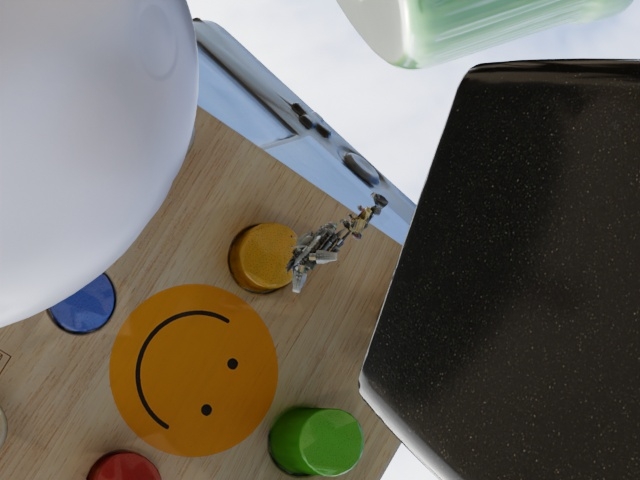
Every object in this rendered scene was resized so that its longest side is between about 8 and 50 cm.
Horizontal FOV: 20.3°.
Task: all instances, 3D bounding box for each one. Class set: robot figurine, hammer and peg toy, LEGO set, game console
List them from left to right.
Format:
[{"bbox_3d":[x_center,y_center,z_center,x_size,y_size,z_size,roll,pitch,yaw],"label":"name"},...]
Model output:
[{"bbox_3d":[-0.164,-0.104,0.690,0.200,0.300,0.353,-19,-131,-5],"label":"robot figurine"},{"bbox_3d":[-0.105,0.112,0.967,0.361,0.266,0.127,-58,-167,-13],"label":"hammer and peg toy"},{"bbox_3d":[-0.048,-0.068,1.563,0.060,0.342,0.386,-44,175,17],"label":"game console"},{"bbox_3d":[0.002,-0.002,0.905,0.023,0.083,0.054,41,-146,-4],"label":"LEGO set"}]

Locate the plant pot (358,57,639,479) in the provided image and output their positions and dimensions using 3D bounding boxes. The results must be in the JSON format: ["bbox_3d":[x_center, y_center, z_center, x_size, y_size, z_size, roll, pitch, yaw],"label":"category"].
[{"bbox_3d":[0.126,0.028,0.632,0.167,0.187,0.188,21,-174,31],"label":"plant pot"}]

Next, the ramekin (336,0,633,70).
[{"bbox_3d":[0.064,-0.253,1.109,0.148,0.303,0.303,-23,-147,-7],"label":"ramekin"}]
